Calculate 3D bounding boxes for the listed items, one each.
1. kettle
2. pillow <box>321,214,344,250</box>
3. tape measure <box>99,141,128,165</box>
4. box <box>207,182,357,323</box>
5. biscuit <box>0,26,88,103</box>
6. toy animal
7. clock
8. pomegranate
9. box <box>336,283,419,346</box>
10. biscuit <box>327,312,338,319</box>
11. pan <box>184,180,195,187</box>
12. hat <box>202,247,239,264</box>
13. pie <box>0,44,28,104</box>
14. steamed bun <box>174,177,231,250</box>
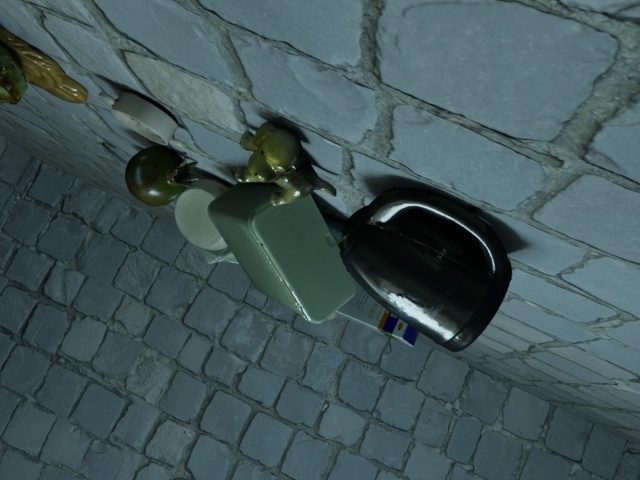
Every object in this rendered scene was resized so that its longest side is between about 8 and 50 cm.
[{"bbox_3d":[0.201,0.029,1.229,0.324,0.228,0.321,31,144,-2],"label":"kettle"},{"bbox_3d":[0.019,0.008,1.773,0.214,0.086,0.233,25,159,26],"label":"pillow"},{"bbox_3d":[-0.677,-0.248,2.295,0.330,0.084,0.164,25,166,-1],"label":"tape measure"},{"bbox_3d":[-0.117,0.017,1.685,0.344,0.177,0.352,15,139,57],"label":"box"},{"bbox_3d":[-0.763,-0.456,1.558,0.376,0.051,0.269,34,166,-36],"label":"biscuit"},{"bbox_3d":[-0.084,-0.148,1.250,0.168,0.121,0.233,8,165,29],"label":"toy animal"},{"bbox_3d":[-0.418,-0.294,1.485,0.229,0.063,0.155,33,171,-23],"label":"clock"},{"bbox_3d":[-0.467,-0.192,1.842,0.224,0.181,0.181,-2,154,36],"label":"pomegranate"},{"bbox_3d":[0.196,0.188,1.990,0.299,0.200,0.106,19,167,37],"label":"box"},{"bbox_3d":[0.008,0.121,2.148,0.179,0.084,0.281,108,143,-54],"label":"biscuit"},{"bbox_3d":[-0.505,-0.215,2.144,0.212,0.040,0.115,20,171,-3],"label":"pan"},{"bbox_3d":[-0.281,-0.047,2.205,0.301,0.168,0.258,7,137,-21],"label":"hat"},{"bbox_3d":[-0.835,-0.440,1.441,0.354,0.103,0.288,13,153,40],"label":"pie"},{"bbox_3d":[-0.339,-0.088,1.965,0.232,0.232,0.145,23,-153,18],"label":"steamed bun"}]
